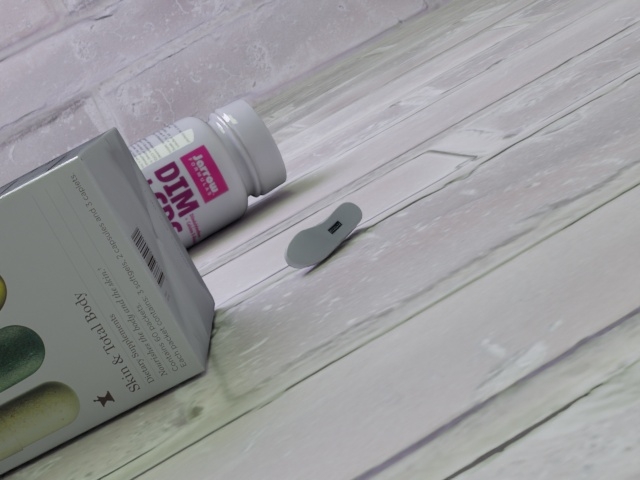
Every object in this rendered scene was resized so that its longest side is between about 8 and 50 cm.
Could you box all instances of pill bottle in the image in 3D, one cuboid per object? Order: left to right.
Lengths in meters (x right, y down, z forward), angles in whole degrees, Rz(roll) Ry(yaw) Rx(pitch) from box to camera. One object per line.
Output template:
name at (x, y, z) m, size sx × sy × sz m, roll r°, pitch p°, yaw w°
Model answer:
pill bottle at (-0.199, -0.070, 1.344) m, size 0.283 × 0.160 × 0.160 m, roll -31°, pitch 13°, yaw -14°

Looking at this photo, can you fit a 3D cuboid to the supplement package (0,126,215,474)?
supplement package at (-0.255, 0.059, 0.854) m, size 0.262 × 0.199 × 0.198 m, roll -27°, pitch 13°, yaw 3°

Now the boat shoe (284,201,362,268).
boat shoe at (0.000, 0.000, 0.948) m, size 0.100 × 0.035 × 0.035 m, roll -42°, pitch -9°, yaw -35°
